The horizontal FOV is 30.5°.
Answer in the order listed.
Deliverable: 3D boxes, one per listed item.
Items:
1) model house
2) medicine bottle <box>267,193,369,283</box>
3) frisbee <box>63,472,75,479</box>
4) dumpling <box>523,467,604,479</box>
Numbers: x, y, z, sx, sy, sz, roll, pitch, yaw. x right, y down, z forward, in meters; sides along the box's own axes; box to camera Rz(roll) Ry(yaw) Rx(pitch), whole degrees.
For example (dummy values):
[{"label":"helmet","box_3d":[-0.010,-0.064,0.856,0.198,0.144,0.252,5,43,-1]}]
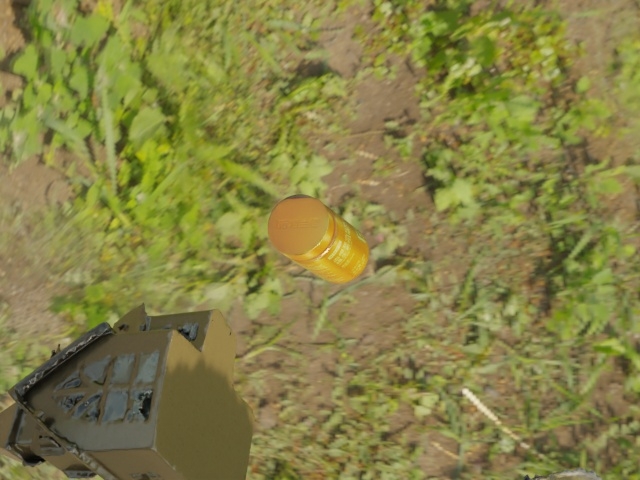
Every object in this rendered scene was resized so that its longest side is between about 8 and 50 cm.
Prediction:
[{"label":"model house","box_3d":[-0.203,0.148,1.037,0.248,0.181,0.176,-6,55,21]},{"label":"medicine bottle","box_3d":[0.000,0.000,1.752,0.096,0.192,0.096,-6,73,19]},{"label":"frisbee","box_3d":[-0.384,0.298,1.670,0.014,0.110,0.110,-42,98,-14]},{"label":"dumpling","box_3d":[0.369,0.420,1.715,0.332,0.086,0.166,9,73,16]}]
